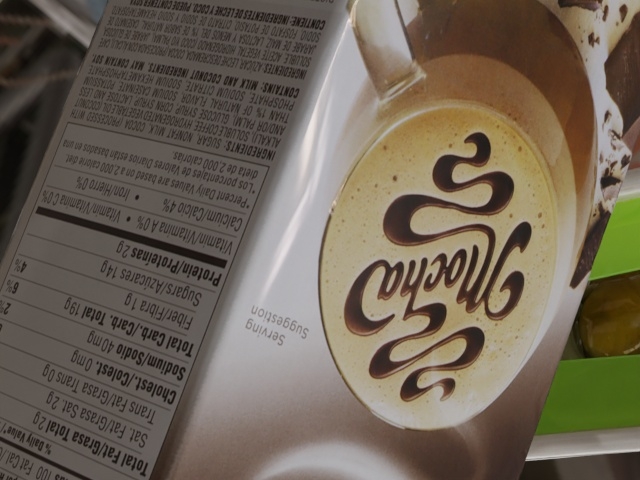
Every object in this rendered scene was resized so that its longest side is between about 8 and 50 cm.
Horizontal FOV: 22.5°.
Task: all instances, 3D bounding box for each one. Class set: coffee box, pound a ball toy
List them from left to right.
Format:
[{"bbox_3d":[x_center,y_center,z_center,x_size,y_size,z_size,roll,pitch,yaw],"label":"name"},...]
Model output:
[{"bbox_3d":[0.000,0.000,0.552,0.119,0.168,0.297,14,-99,43],"label":"coffee box"},{"bbox_3d":[0.143,-0.001,0.773,0.319,0.136,0.208,-13,-100,42],"label":"pound a ball toy"}]
